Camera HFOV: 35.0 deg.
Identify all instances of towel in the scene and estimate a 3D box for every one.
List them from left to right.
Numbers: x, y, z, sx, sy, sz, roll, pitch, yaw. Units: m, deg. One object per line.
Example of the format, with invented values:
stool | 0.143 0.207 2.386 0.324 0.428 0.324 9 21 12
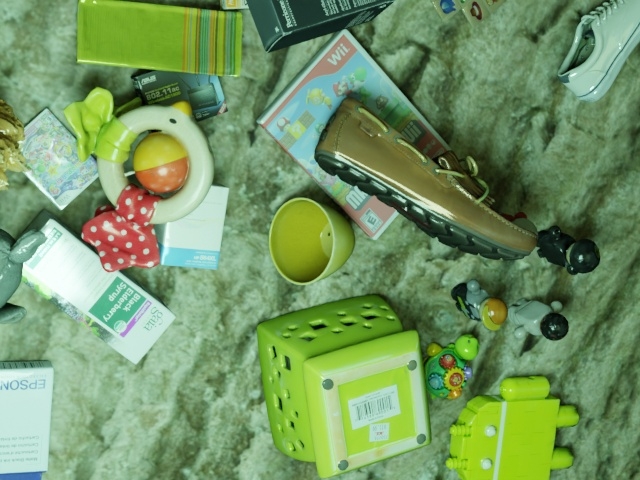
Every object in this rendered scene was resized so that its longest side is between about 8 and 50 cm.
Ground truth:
towel | -0.227 -0.292 1.454 0.237 0.021 0.102 2 77 -18

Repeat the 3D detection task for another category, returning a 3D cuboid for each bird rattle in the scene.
bird rattle | -0.247 -0.090 1.397 0.207 0.143 0.253 -16 87 13

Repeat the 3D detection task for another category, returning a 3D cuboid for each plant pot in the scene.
plant pot | 0.000 0.000 1.592 0.095 0.134 0.134 -2 103 -49
plant pot | 0.047 0.234 1.606 0.228 0.207 0.227 -13 106 -20

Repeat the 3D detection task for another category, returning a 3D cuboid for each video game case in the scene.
video game case | -0.383 -0.116 1.455 0.087 0.011 0.122 -45 114 -10
video game case | 0.061 -0.167 1.632 0.204 0.025 0.285 -49 114 -8

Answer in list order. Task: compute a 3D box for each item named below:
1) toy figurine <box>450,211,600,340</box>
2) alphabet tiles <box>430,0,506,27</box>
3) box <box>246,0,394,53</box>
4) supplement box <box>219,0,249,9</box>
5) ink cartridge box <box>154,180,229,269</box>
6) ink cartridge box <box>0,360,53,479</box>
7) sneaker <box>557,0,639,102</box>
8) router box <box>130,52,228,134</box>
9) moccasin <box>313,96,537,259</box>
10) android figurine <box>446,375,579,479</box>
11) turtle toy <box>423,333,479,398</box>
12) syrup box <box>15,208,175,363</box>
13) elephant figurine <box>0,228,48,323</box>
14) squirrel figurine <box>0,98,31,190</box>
toy figurine | 0.350 0.064 1.735 0.213 0.148 0.209 18 93 -26
alphabet tiles | 0.233 -0.478 1.654 0.198 0.009 0.237 -41 114 -12
box | -0.033 -0.427 1.460 0.184 0.103 0.261 -21 91 -21
supplement box | -0.101 -0.376 1.512 0.098 0.036 0.062 -8 102 -22
ink cartridge box | -0.197 -0.038 1.507 0.090 0.092 0.143 7 98 -25
ink cartridge box | -0.504 0.286 1.464 0.223 0.045 0.224 1 100 -24
sneaker | 0.497 -0.366 1.743 0.091 0.094 0.258 27 90 -30
router box | -0.207 -0.216 1.497 0.122 0.038 0.092 -22 107 -18
moccasin | 0.177 -0.092 1.586 0.380 0.139 0.147 30 79 -1
android figurine | 0.347 0.366 1.848 0.273 0.056 0.248 3 99 -26
turtle toy | 0.227 0.219 1.758 0.095 0.066 0.130 31 87 -26
syrup box | -0.332 0.067 1.468 0.237 0.096 0.093 42 84 -24
elephant figurine | -0.464 0.052 1.324 0.186 0.239 0.169 24 77 -3
squirrel figurine | -0.554 -0.201 1.262 0.370 0.281 0.397 -53 130 -17
